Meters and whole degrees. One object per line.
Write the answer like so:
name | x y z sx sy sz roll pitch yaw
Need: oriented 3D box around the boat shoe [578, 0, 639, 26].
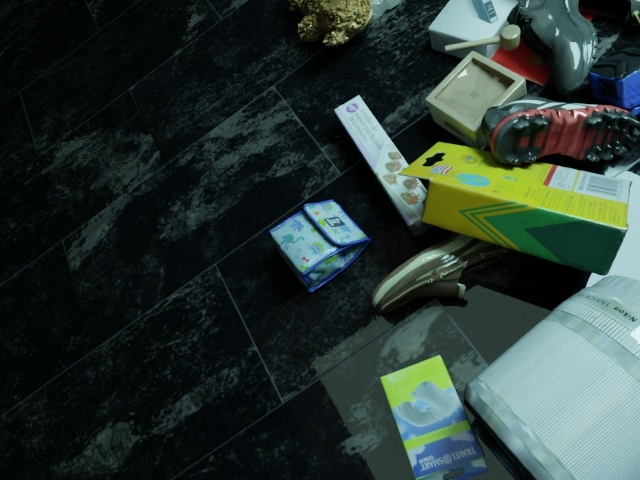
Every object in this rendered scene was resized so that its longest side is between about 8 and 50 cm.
boat shoe | 0.586 -0.439 0.843 0.228 0.081 0.068 38 98 24

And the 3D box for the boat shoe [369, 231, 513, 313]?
boat shoe | 0.209 0.059 0.765 0.258 0.095 0.095 -35 67 3

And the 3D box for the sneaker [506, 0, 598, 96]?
sneaker | 0.424 -0.397 0.847 0.130 0.109 0.286 -4 73 5

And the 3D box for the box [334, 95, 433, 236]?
box | 0.129 -0.154 0.898 0.063 0.067 0.323 -31 62 6

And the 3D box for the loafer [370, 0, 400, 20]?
loafer | 0.133 -0.561 1.082 0.125 0.045 0.039 -24 43 12

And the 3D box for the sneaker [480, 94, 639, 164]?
sneaker | 0.399 -0.195 0.770 0.276 0.097 0.135 -4 35 -11

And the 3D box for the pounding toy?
pounding toy | 0.310 -0.306 0.873 0.206 0.094 0.181 -45 57 5

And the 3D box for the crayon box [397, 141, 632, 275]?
crayon box | 0.305 -0.070 0.729 0.319 0.081 0.202 20 35 26

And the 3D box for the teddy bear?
teddy bear | 0.033 -0.571 1.063 0.245 0.113 0.338 -54 43 3

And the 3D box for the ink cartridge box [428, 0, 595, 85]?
ink cartridge box | 0.418 -0.489 0.933 0.261 0.066 0.296 33 82 29

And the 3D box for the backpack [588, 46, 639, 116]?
backpack | 0.529 -0.274 0.785 0.098 0.101 0.120 -22 30 7

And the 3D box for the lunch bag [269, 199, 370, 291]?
lunch bag | 0.000 0.000 0.869 0.151 0.096 0.128 -33 58 -12

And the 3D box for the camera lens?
camera lens | 0.346 0.207 0.579 0.274 0.219 0.219 -41 61 0

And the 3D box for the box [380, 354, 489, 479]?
box | 0.176 0.286 0.710 0.109 0.042 0.178 -24 62 9
